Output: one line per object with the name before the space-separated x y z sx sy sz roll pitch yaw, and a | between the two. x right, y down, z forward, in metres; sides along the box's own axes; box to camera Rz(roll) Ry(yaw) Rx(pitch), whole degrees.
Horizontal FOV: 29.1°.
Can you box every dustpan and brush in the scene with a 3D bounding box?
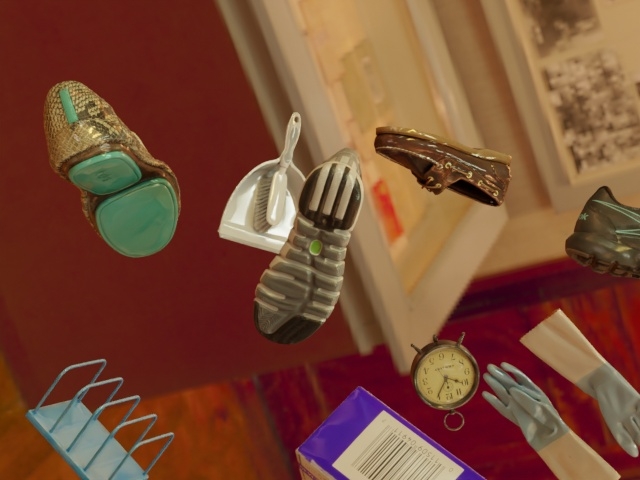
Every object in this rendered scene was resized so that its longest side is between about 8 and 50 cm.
dustpan and brush | -0.066 -0.093 1.894 0.147 0.060 0.211 16 76 -25

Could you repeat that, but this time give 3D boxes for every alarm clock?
alarm clock | 0.244 0.278 2.392 0.064 0.129 0.192 -121 -161 -82

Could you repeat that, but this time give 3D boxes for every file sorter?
file sorter | -0.316 0.269 1.793 0.170 0.104 0.118 44 20 18

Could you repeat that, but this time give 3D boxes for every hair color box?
hair color box | 0.087 0.322 1.339 0.110 0.185 0.339 -44 150 -21

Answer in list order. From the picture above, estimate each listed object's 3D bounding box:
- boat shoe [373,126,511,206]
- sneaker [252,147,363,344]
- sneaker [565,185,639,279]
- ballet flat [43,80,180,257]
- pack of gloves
boat shoe | 0.157 -0.093 1.564 0.207 0.073 0.073 13 86 -26
sneaker | 0.000 0.000 1.353 0.086 0.228 0.132 24 27 -1
sneaker | 0.453 0.014 1.570 0.101 0.267 0.106 78 34 -75
ballet flat | -0.333 -0.127 1.975 0.483 0.164 0.182 74 -6 -72
pack of gloves | 0.343 0.219 1.662 0.232 0.195 0.046 47 40 3
